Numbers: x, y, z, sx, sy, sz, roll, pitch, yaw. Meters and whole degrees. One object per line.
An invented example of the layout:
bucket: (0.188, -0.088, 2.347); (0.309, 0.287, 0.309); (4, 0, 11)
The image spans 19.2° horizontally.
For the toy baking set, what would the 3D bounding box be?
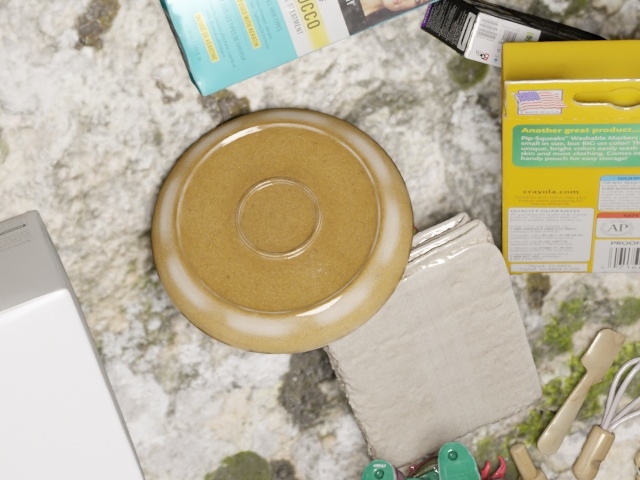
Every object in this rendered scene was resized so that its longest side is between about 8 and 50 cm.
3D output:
toy baking set: (0.289, 0.216, 1.925); (0.197, 0.030, 0.256); (-33, 113, -5)

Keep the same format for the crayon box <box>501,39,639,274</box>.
crayon box: (0.260, -0.082, 1.661); (0.203, 0.083, 0.323); (0, 151, 5)

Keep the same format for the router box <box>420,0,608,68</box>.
router box: (0.195, -0.175, 1.710); (0.179, 0.133, 0.046); (14, 103, -18)

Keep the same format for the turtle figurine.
turtle figurine: (0.123, 0.261, 1.829); (0.175, 0.118, 0.234); (-32, 150, 5)

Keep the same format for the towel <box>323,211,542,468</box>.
towel: (0.100, 0.099, 1.780); (0.187, 0.049, 0.282); (-24, 136, -4)

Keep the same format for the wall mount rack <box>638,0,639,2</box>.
wall mount rack: (0.249, -0.368, 1.670); (0.350, 0.130, 0.304); (9, 109, -17)

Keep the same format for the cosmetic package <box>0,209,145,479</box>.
cosmetic package: (-0.257, 0.124, 1.647); (0.138, 0.224, 0.224); (-21, 112, -6)

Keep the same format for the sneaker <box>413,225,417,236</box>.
sneaker: (0.000, 0.000, 1.753); (0.209, 0.081, 0.094); (11, 105, -29)

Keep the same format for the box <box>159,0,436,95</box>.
box: (-0.015, -0.222, 1.681); (0.244, 0.060, 0.100); (-23, 112, -5)

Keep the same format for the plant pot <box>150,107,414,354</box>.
plant pot: (-0.036, -0.016, 1.678); (0.236, 0.032, 0.236); (-2, 69, 4)
